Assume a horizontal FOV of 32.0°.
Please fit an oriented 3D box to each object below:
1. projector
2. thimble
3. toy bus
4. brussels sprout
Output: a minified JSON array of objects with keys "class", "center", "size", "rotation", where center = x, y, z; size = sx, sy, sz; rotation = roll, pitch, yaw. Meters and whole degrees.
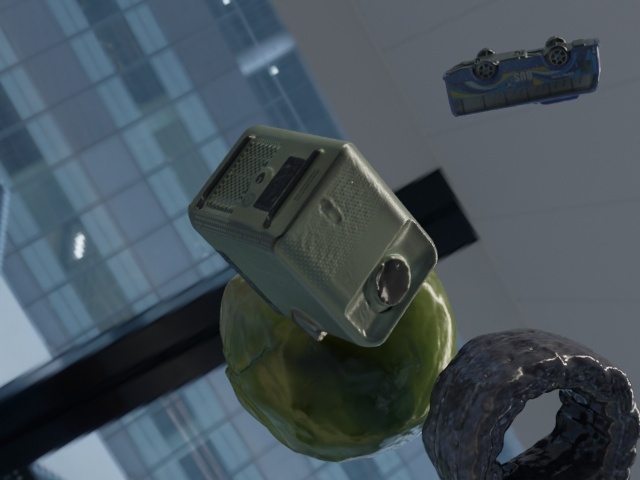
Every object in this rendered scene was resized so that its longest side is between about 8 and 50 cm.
[{"class":"projector","center":[0.000,0.000,1.242],"size":[0.177,0.163,0.242],"rotation":[18,-24,48]},{"class":"thimble","center":[0.155,0.142,0.819],"size":[0.150,0.150,0.098],"rotation":[64,-13,-16]},{"class":"toy bus","center":[0.198,-0.161,1.093],"size":[0.051,0.153,0.061],"rotation":[-64,144,-68]},{"class":"brussels sprout","center":[0.027,0.149,1.537],"size":[0.344,0.344,0.268],"rotation":[40,-6,37]}]
